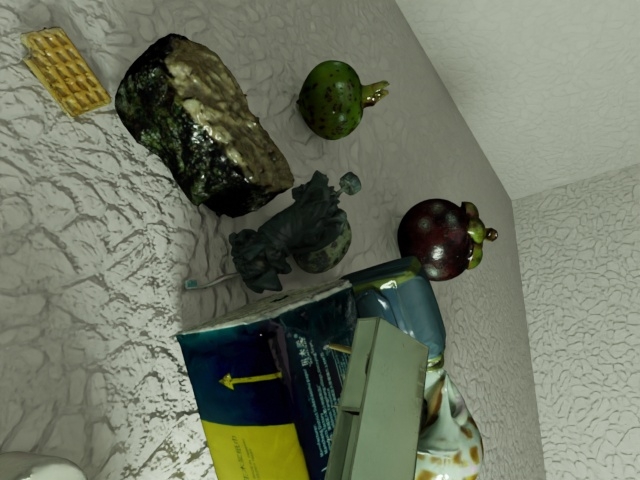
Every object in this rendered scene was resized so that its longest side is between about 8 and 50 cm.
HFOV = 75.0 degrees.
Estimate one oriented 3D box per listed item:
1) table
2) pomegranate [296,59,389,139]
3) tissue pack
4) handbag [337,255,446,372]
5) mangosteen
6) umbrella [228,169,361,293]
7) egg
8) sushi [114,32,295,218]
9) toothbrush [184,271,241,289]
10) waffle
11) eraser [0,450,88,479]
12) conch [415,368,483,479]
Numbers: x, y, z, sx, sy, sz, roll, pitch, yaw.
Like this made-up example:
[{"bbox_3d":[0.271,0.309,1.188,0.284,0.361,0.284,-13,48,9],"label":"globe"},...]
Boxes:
[{"bbox_3d":[0.055,0.240,0.559,0.121,0.111,0.240,36,56,-32],"label":"table"},{"bbox_3d":[0.060,-0.391,1.156,0.211,0.263,0.211,-3,90,-80],"label":"pomegranate"},{"bbox_3d":[-0.037,0.304,0.714,0.264,0.253,0.416,-16,88,-53],"label":"tissue pack"},{"bbox_3d":[0.156,0.188,1.018,0.222,0.263,0.241,-30,103,-71],"label":"handbag"},{"bbox_3d":[0.414,-0.005,1.421,0.300,0.300,0.300,26,56,-45],"label":"mangosteen"},{"bbox_3d":[-0.034,-0.037,0.867,0.349,0.094,0.143,-38,127,-26],"label":"umbrella"},{"bbox_3d":[0.000,0.000,0.989,0.141,0.141,0.182,52,44,-26],"label":"egg"},{"bbox_3d":[-0.201,-0.199,0.783,0.350,0.171,0.211,52,39,-27],"label":"sushi"},{"bbox_3d":[-0.182,0.075,0.824,0.204,0.017,0.022,-7,100,-53],"label":"toothbrush"},{"bbox_3d":[-0.407,-0.268,0.664,0.135,0.021,0.092,58,38,-20],"label":"waffle"},{"bbox_3d":[-0.333,0.411,0.370,0.331,0.150,0.331,29,53,-47],"label":"eraser"},{"bbox_3d":[0.309,0.550,1.127,0.249,0.197,0.368,17,56,-9],"label":"conch"}]
